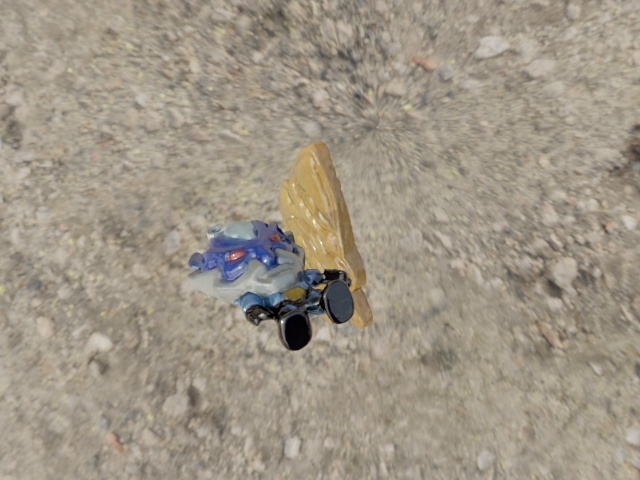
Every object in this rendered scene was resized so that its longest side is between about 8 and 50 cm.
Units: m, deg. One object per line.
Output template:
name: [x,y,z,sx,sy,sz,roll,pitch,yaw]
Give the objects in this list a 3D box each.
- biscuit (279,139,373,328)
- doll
biscuit: [0.000,0.000,0.942,0.035,0.250,0.162,-27,52,-20]
doll: [-0.046,0.025,0.753,0.096,0.195,0.070,-24,119,-20]
